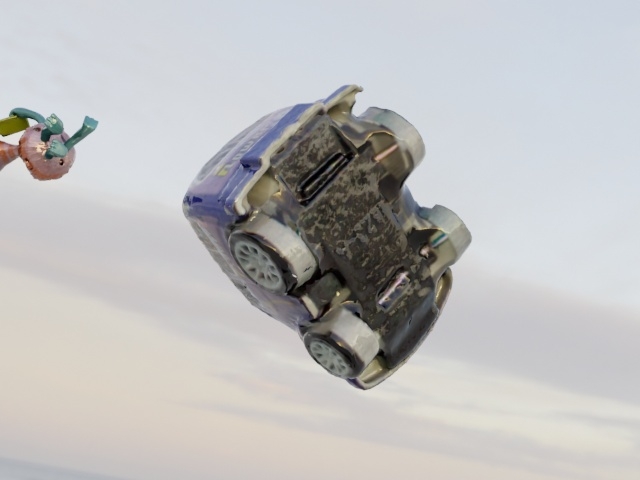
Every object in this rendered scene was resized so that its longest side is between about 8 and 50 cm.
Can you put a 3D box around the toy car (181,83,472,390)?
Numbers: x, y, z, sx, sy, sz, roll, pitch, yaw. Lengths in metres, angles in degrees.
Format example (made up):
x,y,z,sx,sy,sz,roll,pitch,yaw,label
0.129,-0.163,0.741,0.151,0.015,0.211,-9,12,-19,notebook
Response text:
x,y,z,sx,sy,sz,roll,pitch,yaw,label
0.000,0.000,1.001,0.158,0.172,0.235,5,-46,51,toy car

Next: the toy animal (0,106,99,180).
x,y,z,sx,sy,sz,roll,pitch,yaw,label
-0.362,-0.123,1.478,0.208,0.103,0.100,-6,-27,40,toy animal
